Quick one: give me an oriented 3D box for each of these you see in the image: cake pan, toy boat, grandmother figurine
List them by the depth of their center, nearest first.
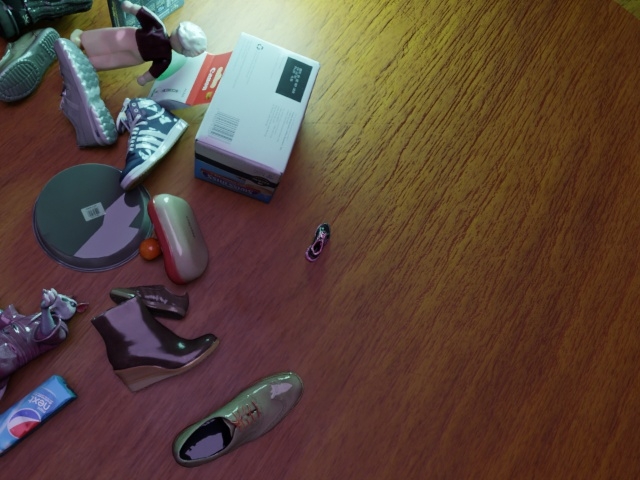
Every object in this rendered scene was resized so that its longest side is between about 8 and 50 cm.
[{"bbox_3d":[-0.388,0.007,1.295,0.151,0.151,0.231,-25,79,11],"label":"toy boat"},{"bbox_3d":[-0.573,-0.068,1.297,0.293,0.054,0.293,4,73,-14],"label":"cake pan"},{"bbox_3d":[-0.473,-0.523,1.361,0.342,0.208,0.104,-3,40,2],"label":"grandmother figurine"}]

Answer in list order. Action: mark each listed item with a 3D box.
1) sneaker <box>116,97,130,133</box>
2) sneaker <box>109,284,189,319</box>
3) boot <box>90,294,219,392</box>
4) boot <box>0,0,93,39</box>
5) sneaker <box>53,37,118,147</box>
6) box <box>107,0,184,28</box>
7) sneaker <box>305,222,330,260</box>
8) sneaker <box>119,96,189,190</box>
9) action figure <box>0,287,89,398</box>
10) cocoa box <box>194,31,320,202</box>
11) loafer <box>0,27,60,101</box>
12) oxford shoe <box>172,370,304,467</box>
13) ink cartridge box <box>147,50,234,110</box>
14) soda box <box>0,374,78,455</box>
[{"bbox_3d":[-0.524,-0.336,1.397,0.043,0.040,0.109,17,71,-12],"label":"sneaker"},{"bbox_3d":[-0.423,0.142,1.279,0.188,0.066,0.071,18,51,-12],"label":"sneaker"},{"bbox_3d":[-0.388,0.222,1.219,0.248,0.090,0.207,-25,98,-12],"label":"boot"},{"bbox_3d":[-0.814,-0.695,1.378,0.348,0.131,0.260,44,63,10],"label":"boot"},{"bbox_3d":[-0.629,-0.370,1.311,0.115,0.105,0.281,-16,99,7],"label":"sneaker"},{"bbox_3d":[-0.482,-0.680,1.432,0.059,0.183,0.233,43,70,1],"label":"box"},{"bbox_3d":[0.000,0.000,1.423,0.047,0.057,0.119,25,68,-4],"label":"sneaker"},{"bbox_3d":[-0.470,-0.257,1.318,0.153,0.099,0.282,40,47,-17],"label":"sneaker"},{"bbox_3d":[-0.661,0.242,1.112,0.370,0.248,0.276,-34,120,-44],"label":"action figure"},{"bbox_3d":[-0.174,-0.319,1.380,0.231,0.228,0.347,20,70,-9],"label":"cocoa box"},{"bbox_3d":[-0.786,-0.464,1.351,0.087,0.094,0.251,15,59,16],"label":"loafer"},{"bbox_3d":[-0.180,0.426,1.210,0.348,0.130,0.123,-31,83,-20],"label":"oxford shoe"},{"bbox_3d":[-0.357,-0.444,1.392,0.056,0.224,0.181,40,60,-47],"label":"ink cartridge box"},{"bbox_3d":[-0.653,0.393,1.131,0.210,0.071,0.067,-40,86,-21],"label":"soda box"}]
